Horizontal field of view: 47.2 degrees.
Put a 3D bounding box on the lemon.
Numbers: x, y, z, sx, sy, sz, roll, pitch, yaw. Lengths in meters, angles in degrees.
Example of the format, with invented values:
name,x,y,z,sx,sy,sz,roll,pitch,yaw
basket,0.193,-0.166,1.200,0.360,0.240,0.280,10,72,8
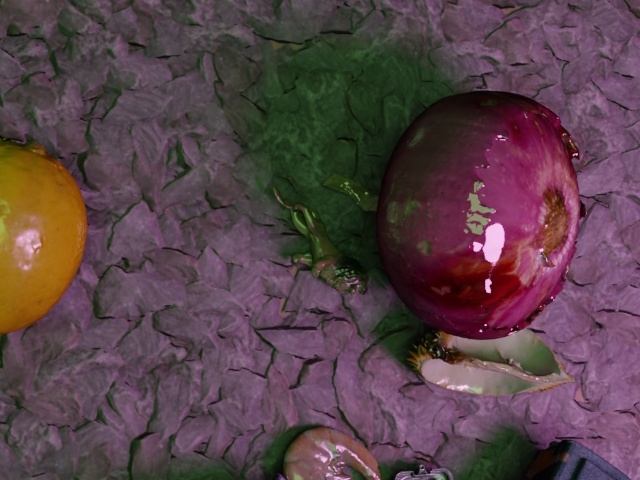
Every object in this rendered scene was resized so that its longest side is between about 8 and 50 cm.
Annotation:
name,x,y,z,sx,sy,sz,roll,pitch,yaw
lemon,-0.433,-0.002,0.975,0.236,0.236,0.263,43,79,-7

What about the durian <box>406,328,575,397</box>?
name,x,y,z,sx,sy,sz,roll,pitch,yaw
durian,0.261,0.178,1.145,0.252,0.139,0.144,21,81,-9

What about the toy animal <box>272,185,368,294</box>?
name,x,y,z,sx,sy,sz,roll,pitch,yaw
toy animal,-0.013,0.007,1.137,0.086,0.069,0.219,-43,102,-30

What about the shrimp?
name,x,y,z,sx,sy,sz,roll,pitch,yaw
shrimp,0.044,0.403,1.141,0.145,0.059,0.254,-40,88,-27

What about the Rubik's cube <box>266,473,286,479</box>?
name,x,y,z,sx,sy,sz,roll,pitch,yaw
Rubik's cube,-0.089,0.511,0.998,0.237,0.238,0.237,-40,93,12

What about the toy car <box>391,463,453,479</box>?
name,x,y,z,sx,sy,sz,roll,pitch,yaw
toy car,0.163,0.451,1.141,0.097,0.100,0.191,-2,63,-10

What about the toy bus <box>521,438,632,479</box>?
name,x,y,z,sx,sy,sz,roll,pitch,yaw
toy bus,0.349,0.446,1.105,0.138,0.167,0.275,35,62,10

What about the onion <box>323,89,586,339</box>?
name,x,y,z,sx,sy,sz,roll,pitch,yaw
onion,0.223,-0.038,1.080,0.358,0.345,0.358,-2,96,-23
